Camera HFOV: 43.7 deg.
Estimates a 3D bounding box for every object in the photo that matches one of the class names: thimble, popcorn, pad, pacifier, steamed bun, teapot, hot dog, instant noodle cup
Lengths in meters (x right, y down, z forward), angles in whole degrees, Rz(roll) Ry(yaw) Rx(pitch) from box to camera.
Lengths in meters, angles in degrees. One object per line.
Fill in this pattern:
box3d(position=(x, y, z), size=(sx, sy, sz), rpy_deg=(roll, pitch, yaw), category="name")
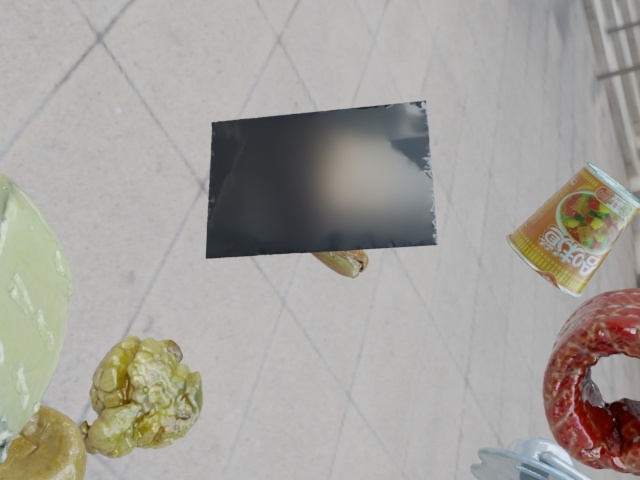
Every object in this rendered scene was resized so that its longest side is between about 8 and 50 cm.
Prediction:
box3d(position=(0.626, 0.283, 1.612), size=(0.230, 0.350, 0.350), rpy_deg=(-42, 117, -58), category="thimble")
box3d(position=(-0.401, 0.350, 1.781), size=(0.332, 0.225, 0.264), rpy_deg=(-32, 116, -56), category="popcorn")
box3d(position=(-0.004, -0.096, 1.278), size=(0.007, 0.368, 0.247), rpy_deg=(57, 30, -69), category="pad")
box3d(position=(0.344, 0.453, 1.326), size=(0.225, 0.238, 0.287), rpy_deg=(-58, 166, -20), category="pacifier")
box3d(position=(-0.376, 0.080, 0.825), size=(0.232, 0.166, 0.272), rpy_deg=(82, 12, -57), category="steamed bun")
box3d(position=(-0.463, 0.374, 1.244), size=(0.203, 0.311, 0.167), rpy_deg=(-41, 153, -51), category="teapot")
box3d(position=(0.000, 0.000, 1.697), size=(0.092, 0.236, 0.062), rpy_deg=(-24, 144, -44), category="hot dog")
box3d(position=(0.434, -0.025, 1.343), size=(0.168, 0.185, 0.168), rpy_deg=(31, 20, -13), category="instant noodle cup")
